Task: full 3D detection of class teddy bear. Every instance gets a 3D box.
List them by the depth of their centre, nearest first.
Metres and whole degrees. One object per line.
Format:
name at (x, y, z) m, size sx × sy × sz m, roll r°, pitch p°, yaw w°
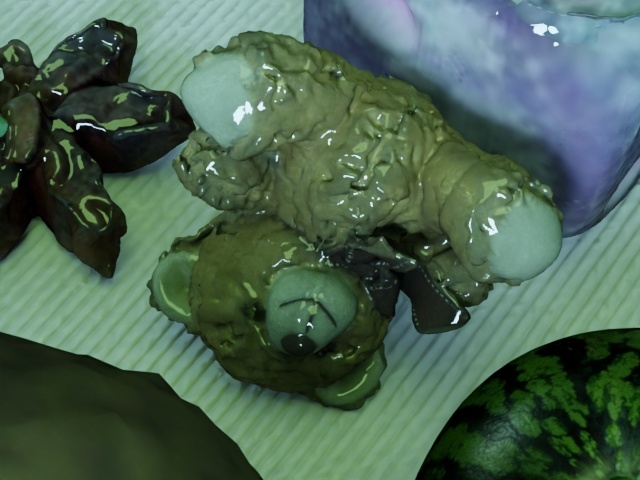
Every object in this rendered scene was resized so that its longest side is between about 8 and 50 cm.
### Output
teddy bear at (0.000, 0.000, 0.910) m, size 0.267 × 0.256 × 0.156 m, roll 30°, pitch 21°, yaw -5°

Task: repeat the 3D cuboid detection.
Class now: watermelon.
watermelon at (0.192, 0.194, 0.788) m, size 0.285 × 0.285 × 0.285 m, roll 1°, pitch 60°, yaw -2°

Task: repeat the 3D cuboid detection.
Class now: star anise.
star anise at (-0.205, -0.075, 1.024) m, size 0.214 × 0.099 × 0.220 m, roll -16°, pitch 62°, yaw -1°

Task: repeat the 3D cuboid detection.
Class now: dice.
dice at (0.163, -0.185, 0.999) m, size 0.270 × 0.271 × 0.270 m, roll 33°, pitch 64°, yaw 16°

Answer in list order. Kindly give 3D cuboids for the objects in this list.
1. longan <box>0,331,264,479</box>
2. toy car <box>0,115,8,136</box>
longan at (-0.192, 0.234, 0.707) m, size 0.391 × 0.391 × 0.391 m, roll 1°, pitch 60°, yaw -2°
toy car at (-0.425, -0.120, 0.988) m, size 0.359 × 0.176 × 0.213 m, roll 30°, pitch 97°, yaw 34°
